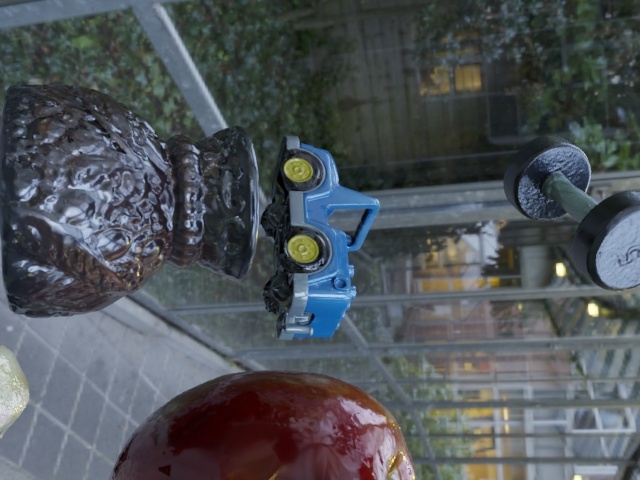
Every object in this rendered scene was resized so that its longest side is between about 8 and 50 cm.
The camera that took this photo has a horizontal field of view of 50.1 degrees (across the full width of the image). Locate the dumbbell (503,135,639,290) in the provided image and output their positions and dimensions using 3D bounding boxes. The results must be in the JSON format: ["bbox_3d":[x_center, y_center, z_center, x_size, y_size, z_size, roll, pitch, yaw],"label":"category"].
[{"bbox_3d":[0.281,-0.035,0.733,0.191,0.100,0.100,-114,-169,-59],"label":"dumbbell"}]

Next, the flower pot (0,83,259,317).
[{"bbox_3d":[-0.221,-0.044,0.806,0.266,0.267,0.267,180,-90,-72],"label":"flower pot"}]

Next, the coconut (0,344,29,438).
[{"bbox_3d":[-0.644,0.292,1.282,0.194,0.194,0.195,-4,90,-78],"label":"coconut"}]

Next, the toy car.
[{"bbox_3d":[0.000,0.000,0.634,0.097,0.100,0.191,112,-23,-56],"label":"toy car"}]

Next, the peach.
[{"bbox_3d":[-0.059,0.330,0.833,0.310,0.405,0.335,172,-82,-77],"label":"peach"}]
